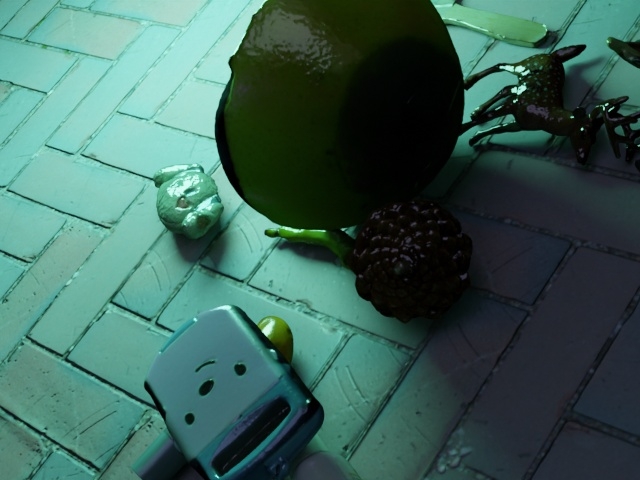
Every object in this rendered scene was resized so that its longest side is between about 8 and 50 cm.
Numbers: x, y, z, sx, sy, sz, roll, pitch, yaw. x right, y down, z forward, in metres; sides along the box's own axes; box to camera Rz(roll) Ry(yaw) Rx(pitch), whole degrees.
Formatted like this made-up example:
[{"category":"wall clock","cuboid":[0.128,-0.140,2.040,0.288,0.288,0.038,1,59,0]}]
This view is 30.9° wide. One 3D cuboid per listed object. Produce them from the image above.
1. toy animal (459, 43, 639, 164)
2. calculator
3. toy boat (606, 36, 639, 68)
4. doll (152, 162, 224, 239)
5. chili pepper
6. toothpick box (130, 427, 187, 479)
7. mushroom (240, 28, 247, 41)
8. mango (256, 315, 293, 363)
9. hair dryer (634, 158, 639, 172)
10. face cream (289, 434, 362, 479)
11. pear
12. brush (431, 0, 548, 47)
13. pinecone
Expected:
[{"category":"toy animal","cuboid":[0.312,-0.191,1.582,0.260,0.087,0.243,-15,48,26]},{"category":"calculator","cuboid":[-0.112,0.196,1.418,0.173,0.051,0.293,-43,44,-2]},{"category":"toy boat","cuboid":[0.522,-0.241,1.486,0.292,0.099,0.108,-4,50,20]},{"category":"doll","cuboid":[-0.208,-0.062,1.812,0.103,0.072,0.214,-25,33,-6]},{"category":"chili pepper","cuboid":[0.001,-0.001,1.647,0.208,0.043,0.049,22,91,48]},{"category":"toothpick box","cuboid":[-0.201,0.281,1.508,0.083,0.052,0.052,-46,43,-10]},{"category":"mushroom","cuboid":[-0.064,-0.404,1.915,0.227,0.217,0.148,-22,44,15]},{"category":"mango","cuboid":[-0.097,0.180,1.519,0.098,0.075,0.190,20,59,38]},{"category":"hair dryer","cuboid":[0.477,-0.024,1.331,0.189,0.107,0.352,-46,35,-9]},{"category":"face cream","cuboid":[0.030,0.316,1.307,0.082,0.082,0.269,-38,42,-3]},{"category":"pear","cuboid":[0.064,-0.171,1.501,0.165,0.399,0.399,27,70,38]},{"category":"brush","cuboid":[0.226,-0.354,1.832,0.085,0.020,0.336,-48,44,-14]},{"category":"pinecone","cuboid":[0.114,0.022,1.473,0.173,0.173,0.174,-18,45,19]}]
